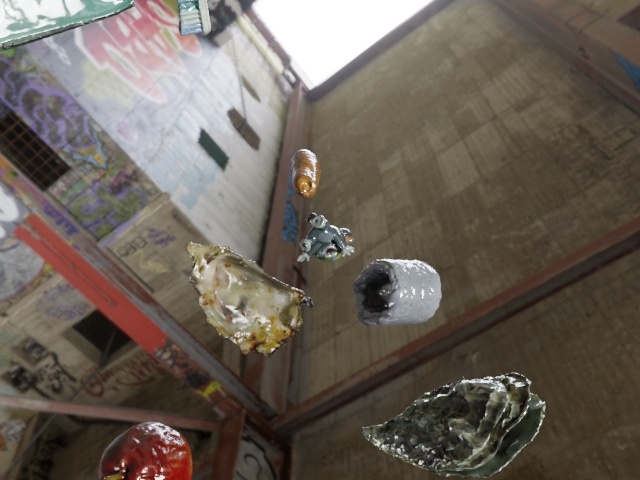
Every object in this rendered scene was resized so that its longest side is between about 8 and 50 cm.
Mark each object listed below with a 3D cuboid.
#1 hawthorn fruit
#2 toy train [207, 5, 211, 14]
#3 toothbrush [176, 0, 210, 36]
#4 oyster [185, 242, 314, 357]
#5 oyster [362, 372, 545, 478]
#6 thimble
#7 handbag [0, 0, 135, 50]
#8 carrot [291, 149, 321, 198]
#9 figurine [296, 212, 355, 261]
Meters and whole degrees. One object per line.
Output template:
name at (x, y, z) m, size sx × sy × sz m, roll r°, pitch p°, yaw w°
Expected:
hawthorn fruit at (-0.445, 0.570, 1.527) m, size 0.210 × 0.230 × 0.266 m, roll -43°, pitch 161°, yaw 13°
toy train at (-0.305, -0.608, 1.590) m, size 0.017 × 0.083 × 0.017 m, roll 17°, pitch -111°, yaw 29°
toothbrush at (-0.149, -0.389, 0.601) m, size 0.040 × 0.386 × 0.040 m, roll -2°, pitch -143°, yaw 1°
oyster at (-0.201, 0.140, 1.511) m, size 0.221 × 0.361 × 0.096 m, roll -53°, pitch -158°, yaw 8°
oyster at (0.231, 0.337, 1.130) m, size 0.351 × 0.158 × 0.162 m, roll -21°, pitch -175°, yaw 34°
thimble at (0.144, 0.101, 1.205) m, size 0.151 × 0.118 × 0.127 m, roll -34°, pitch -122°, yaw 54°
handbag at (-0.415, -0.421, 0.859) m, size 0.269 × 0.274 × 0.100 m, roll -30°, pitch -154°, yaw -23°
carrot at (-0.026, -0.125, 1.184) m, size 0.060 × 0.060 × 0.186 m, roll -35°, pitch -157°, yaw 12°
figurine at (-0.002, -0.005, 2.022) m, size 0.193 × 0.265 × 0.140 m, roll -24°, pitch -130°, yaw 8°
